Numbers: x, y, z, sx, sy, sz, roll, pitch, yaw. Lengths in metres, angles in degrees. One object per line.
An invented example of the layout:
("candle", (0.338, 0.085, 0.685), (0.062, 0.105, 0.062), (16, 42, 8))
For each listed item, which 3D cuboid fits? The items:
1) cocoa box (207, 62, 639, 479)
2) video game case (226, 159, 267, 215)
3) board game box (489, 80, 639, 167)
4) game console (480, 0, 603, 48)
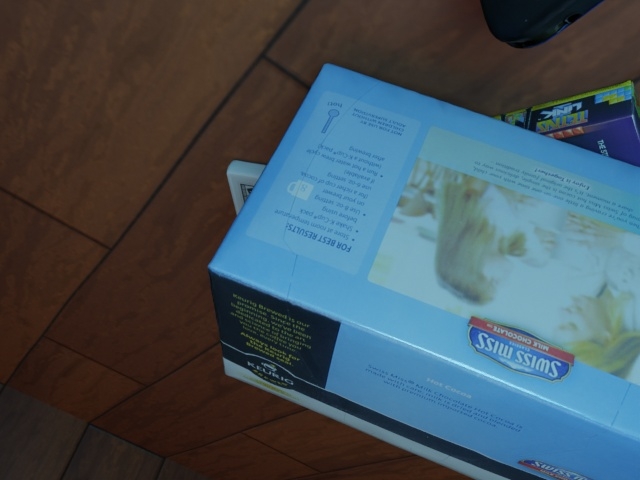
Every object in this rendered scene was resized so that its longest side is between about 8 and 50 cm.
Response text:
("cocoa box", (0.112, 0.047, 0.548), (0.347, 0.231, 0.228), (21, 150, 8))
("video game case", (0.000, 0.000, 0.792), (0.207, 0.026, 0.227), (10, 143, 12))
("board game box", (0.237, -0.053, 0.594), (0.141, 0.048, 0.170), (-9, 136, 36))
("game console", (0.112, -0.276, 0.258), (0.174, 0.250, 0.293), (8, 154, -33))
